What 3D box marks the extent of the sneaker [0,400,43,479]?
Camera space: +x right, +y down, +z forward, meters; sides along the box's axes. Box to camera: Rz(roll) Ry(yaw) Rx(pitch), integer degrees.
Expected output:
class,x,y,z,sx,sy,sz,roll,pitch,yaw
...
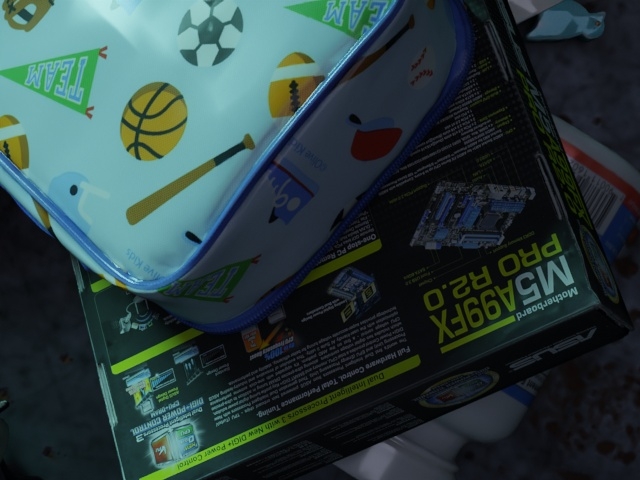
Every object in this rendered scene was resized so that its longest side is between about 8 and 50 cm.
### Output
class,x,y,z,sx,sy,sz,roll,pitch,yaw
sneaker,-0.240,0.144,0.968,0.235,0.094,0.153,25,88,-3

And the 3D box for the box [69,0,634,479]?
class,x,y,z,sx,sy,sz,roll,pitch,yaw
box,0.000,0.000,0.911,0.270,0.060,0.216,-26,65,18

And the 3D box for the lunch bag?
class,x,y,z,sx,sy,sz,roll,pitch,yaw
lunch bag,-0.091,-0.110,0.894,0.303,0.115,0.243,42,97,31

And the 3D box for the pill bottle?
class,x,y,z,sx,sy,sz,roll,pitch,yaw
pill bottle,0.079,0.035,0.967,0.124,0.124,0.221,31,89,-2

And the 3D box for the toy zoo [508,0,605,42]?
class,x,y,z,sx,sy,sz,roll,pitch,yaw
toy zoo,0.072,-0.235,1.010,0.192,0.030,0.293,-39,92,-2
